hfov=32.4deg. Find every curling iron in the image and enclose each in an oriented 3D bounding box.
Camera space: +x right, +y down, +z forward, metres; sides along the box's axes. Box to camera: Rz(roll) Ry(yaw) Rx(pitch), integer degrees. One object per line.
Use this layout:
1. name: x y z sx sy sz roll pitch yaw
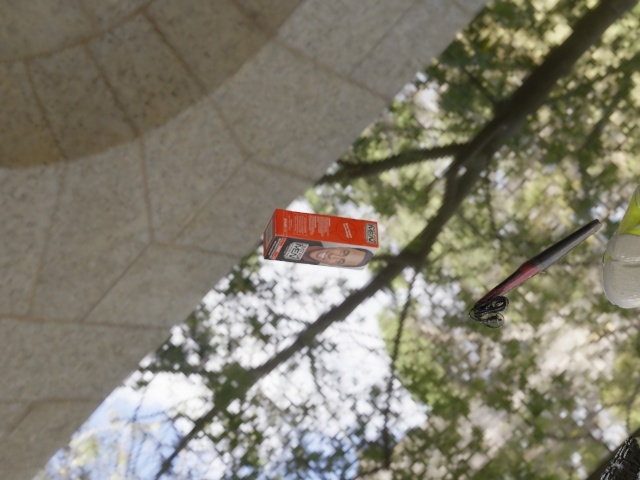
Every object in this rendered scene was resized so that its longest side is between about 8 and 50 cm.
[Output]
1. curling iron: 0.371 0.056 1.883 0.035 0.274 0.068 47 -174 -49

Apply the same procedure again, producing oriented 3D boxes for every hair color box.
1. hair color box: 0.000 0.000 1.460 0.141 0.072 0.043 6 -119 -14

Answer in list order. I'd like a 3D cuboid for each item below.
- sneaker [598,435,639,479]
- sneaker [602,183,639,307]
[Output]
1. sneaker: 0.334 0.261 1.043 0.108 0.100 0.271 30 -172 6
2. sneaker: 0.422 0.030 1.474 0.091 0.126 0.240 27 -131 12
